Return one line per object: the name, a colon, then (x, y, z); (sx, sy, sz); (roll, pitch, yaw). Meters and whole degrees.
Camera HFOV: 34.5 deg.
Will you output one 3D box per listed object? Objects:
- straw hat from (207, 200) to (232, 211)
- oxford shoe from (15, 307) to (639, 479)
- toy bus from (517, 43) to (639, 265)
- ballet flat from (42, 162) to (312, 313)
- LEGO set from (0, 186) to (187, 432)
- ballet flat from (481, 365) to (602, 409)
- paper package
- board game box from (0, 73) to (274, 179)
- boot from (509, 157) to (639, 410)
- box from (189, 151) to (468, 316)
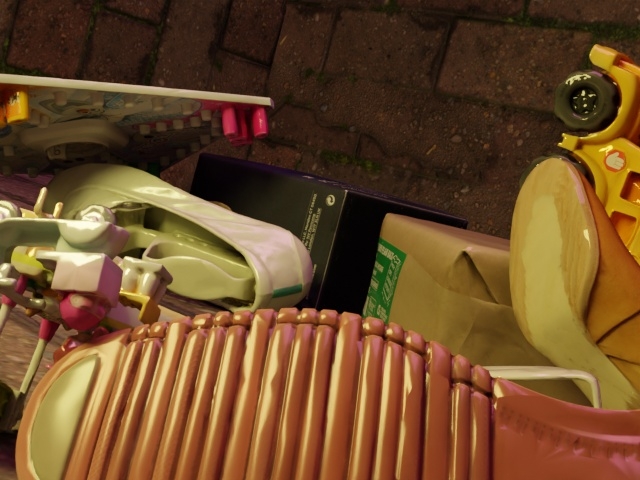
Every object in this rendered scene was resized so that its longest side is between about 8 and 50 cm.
straw hat: (-0.172, 0.016, 1.401); (0.144, 0.144, 0.061); (18, -36, 45)
oxford shoe: (0.062, 0.132, 0.466); (0.397, 0.140, 0.146); (11, -28, 8)
toy bus: (0.335, -0.069, 1.068); (0.211, 0.220, 0.149); (24, 11, 28)
ballet flat: (-0.204, -0.001, 1.255); (0.400, 0.139, 0.139); (17, 4, 21)
LEGO set: (-0.116, 0.074, 0.593); (0.132, 0.107, 0.287); (9, -20, 25)
ballet flat: (0.178, 0.141, 0.635); (0.316, 0.106, 0.107); (16, 4, 13)
paper package: (0.217, 0.093, 1.061); (0.310, 0.168, 0.325); (14, 5, -11)
board game box: (-0.318, -0.120, 1.344); (0.390, 0.050, 0.390); (0, -11, -34)
boot: (0.280, 0.078, 0.861); (0.211, 0.295, 0.104); (5, -25, -28)
box: (0.000, 0.000, 1.501); (0.294, 0.182, 0.296); (16, 3, 40)
